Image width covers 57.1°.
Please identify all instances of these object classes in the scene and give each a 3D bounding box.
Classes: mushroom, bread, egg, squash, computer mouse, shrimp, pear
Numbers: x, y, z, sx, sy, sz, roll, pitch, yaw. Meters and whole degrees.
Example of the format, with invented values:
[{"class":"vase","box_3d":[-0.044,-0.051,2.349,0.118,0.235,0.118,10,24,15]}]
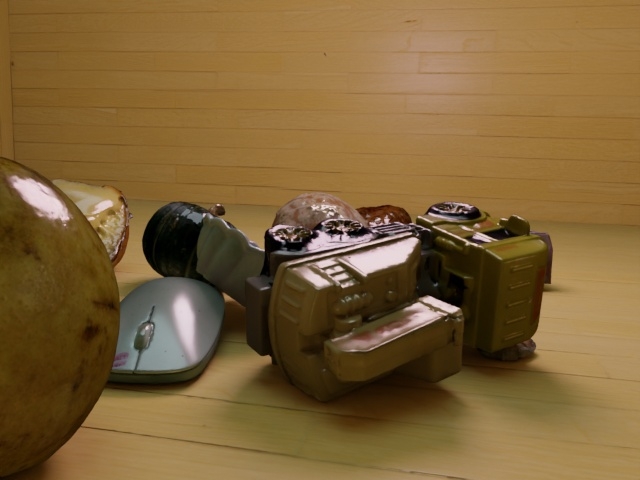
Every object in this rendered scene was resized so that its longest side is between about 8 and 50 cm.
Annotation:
[{"class":"mushroom","box_3d":[0.134,-0.016,1.594,0.253,0.153,0.253,-8,7,1]},{"class":"bread","box_3d":[-0.531,-0.008,1.329,0.204,0.162,0.262,2,50,-9]},{"class":"egg","box_3d":[0.000,0.000,1.270,0.203,0.203,0.245,-6,21,-44]},{"class":"squash","box_3d":[-0.258,0.009,1.204,0.218,0.172,0.218,1,-3,0]},{"class":"computer mouse","box_3d":[-0.216,0.108,0.815,0.160,0.097,0.288,4,8,-1]},{"class":"shrimp","box_3d":[0.271,0.146,0.897,0.091,0.034,0.161,5,16,-1]},{"class":"pear","box_3d":[-0.329,0.056,0.482,0.304,0.303,0.304,2,8,0]}]

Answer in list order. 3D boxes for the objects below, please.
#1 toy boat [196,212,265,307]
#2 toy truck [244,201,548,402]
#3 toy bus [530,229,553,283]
[{"class":"toy boat","box_3d":[-0.135,0.043,0.986,0.199,0.100,0.290,39,-6,-13]},{"class":"toy truck","box_3d":[0.114,0.071,0.761,0.405,0.180,0.254,-10,24,-30]},{"class":"toy bus","box_3d":[0.349,0.036,1.296,0.317,0.137,0.112,2,7,-14]}]
